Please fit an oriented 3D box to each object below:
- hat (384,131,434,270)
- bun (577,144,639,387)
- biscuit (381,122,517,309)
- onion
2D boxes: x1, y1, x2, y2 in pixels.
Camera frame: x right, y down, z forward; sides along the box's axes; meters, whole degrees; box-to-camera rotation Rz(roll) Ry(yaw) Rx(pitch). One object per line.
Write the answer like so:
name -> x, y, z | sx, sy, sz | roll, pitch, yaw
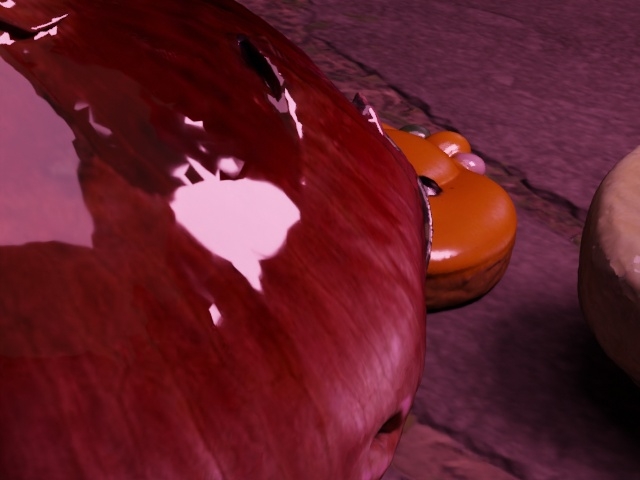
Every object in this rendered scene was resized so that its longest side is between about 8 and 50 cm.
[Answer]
hat -> 0.000, 0.000, 0.888 | 0.121, 0.121, 0.050 | 17, -10, 12
bun -> 0.221, 0.033, 0.885 | 0.221, 0.108, 0.221 | 4, 34, -2
biscuit -> 0.027, -0.029, 0.990 | 0.170, 0.050, 0.170 | 9, 28, -5
onion -> -0.134, -0.013, 0.657 | 0.347, 0.285, 0.347 | 1, 35, -1
